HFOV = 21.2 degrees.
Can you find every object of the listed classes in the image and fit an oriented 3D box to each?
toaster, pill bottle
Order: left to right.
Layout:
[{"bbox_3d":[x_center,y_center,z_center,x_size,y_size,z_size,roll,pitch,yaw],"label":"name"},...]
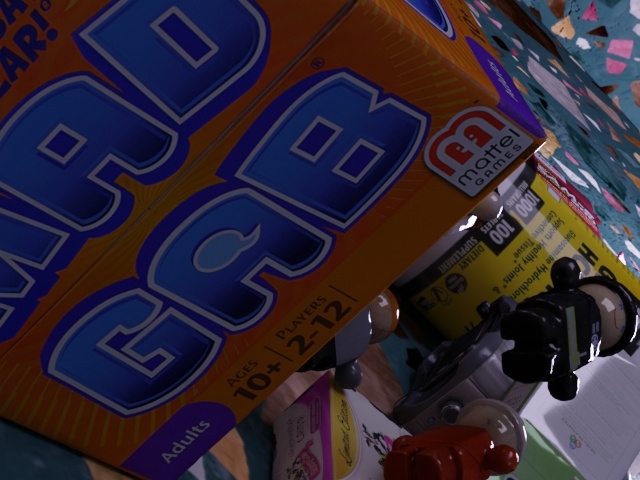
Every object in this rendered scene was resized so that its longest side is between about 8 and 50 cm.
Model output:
[{"bbox_3d":[0.166,0.151,1.564,0.146,0.129,0.227,50,20,-2],"label":"toaster"},{"bbox_3d":[0.239,0.081,1.764,0.334,0.188,0.188,45,19,-4],"label":"pill bottle"}]

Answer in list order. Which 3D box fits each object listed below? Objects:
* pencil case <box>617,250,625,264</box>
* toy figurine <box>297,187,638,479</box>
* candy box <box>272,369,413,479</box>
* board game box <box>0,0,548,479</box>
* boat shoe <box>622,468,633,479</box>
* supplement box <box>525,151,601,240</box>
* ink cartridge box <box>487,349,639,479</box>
[{"bbox_3d":[0.365,0.110,2.104,0.104,0.104,0.236,33,25,-34],"label":"pencil case"},{"bbox_3d":[0.097,0.062,1.245,0.209,0.213,0.148,45,30,19],"label":"toy figurine"},{"bbox_3d":[0.069,0.223,1.294,0.233,0.071,0.159,39,19,-19],"label":"candy box"},{"bbox_3d":[-0.146,-0.130,1.105,0.356,0.356,0.356,31,24,-38],"label":"board game box"},{"bbox_3d":[0.275,0.274,1.617,0.226,0.083,0.076,-60,139,-64],"label":"boat shoe"},{"bbox_3d":[0.312,-0.023,2.309,0.130,0.073,0.239,41,19,-14],"label":"supplement box"},{"bbox_3d":[0.196,0.171,1.423,0.109,0.062,0.209,46,54,-8],"label":"ink cartridge box"}]
